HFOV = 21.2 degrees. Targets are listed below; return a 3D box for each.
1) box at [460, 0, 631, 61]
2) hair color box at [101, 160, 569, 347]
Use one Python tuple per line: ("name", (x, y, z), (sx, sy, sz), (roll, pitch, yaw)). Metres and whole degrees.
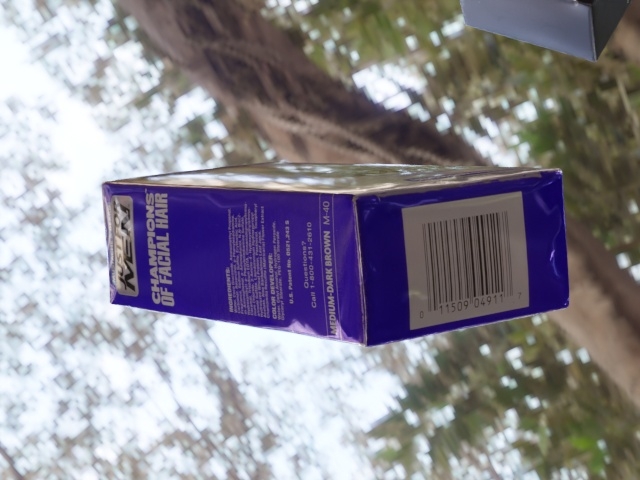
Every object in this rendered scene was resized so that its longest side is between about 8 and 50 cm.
("box", (0.245, -0.288, 1.774), (0.156, 0.093, 0.158), (20, -118, 25))
("hair color box", (0.000, 0.000, 1.258), (0.185, 0.110, 0.339), (-8, -174, -36))
